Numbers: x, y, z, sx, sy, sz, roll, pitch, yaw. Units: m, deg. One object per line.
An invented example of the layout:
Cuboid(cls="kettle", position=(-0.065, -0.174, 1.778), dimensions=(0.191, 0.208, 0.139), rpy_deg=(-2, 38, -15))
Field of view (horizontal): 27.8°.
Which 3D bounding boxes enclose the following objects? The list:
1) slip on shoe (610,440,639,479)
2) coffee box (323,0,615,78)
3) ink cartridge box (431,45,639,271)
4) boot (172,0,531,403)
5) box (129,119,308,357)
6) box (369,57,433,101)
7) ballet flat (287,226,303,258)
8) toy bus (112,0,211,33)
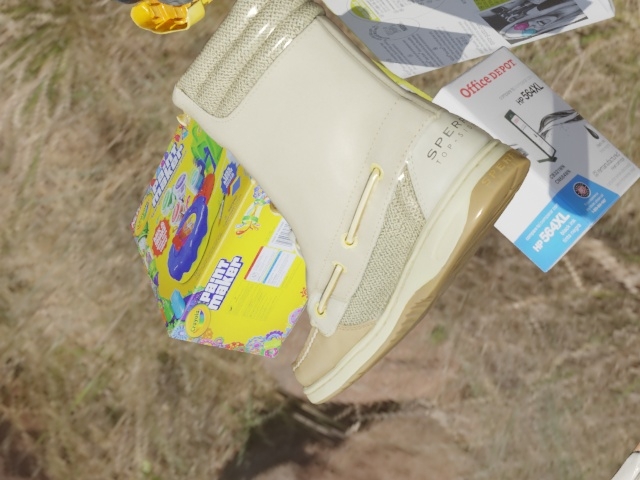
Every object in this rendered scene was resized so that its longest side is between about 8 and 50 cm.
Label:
Cuboid(cls="slip on shoe", position=(0.240, 0.137, 0.873), dimensions=(0.041, 0.051, 0.135), rpy_deg=(37, 111, 19))
Cuboid(cls="coffee box", position=(0.172, -0.461, 1.733), dimensions=(0.334, 0.338, 0.338), rpy_deg=(-15, 73, 19))
Cuboid(cls="ink cartridge box", position=(0.209, -0.088, 1.329), dimensions=(0.203, 0.148, 0.086), rpy_deg=(44, 132, 8))
Cuboid(cls="boot", position=(-0.008, -0.025, 0.813), dimensions=(0.203, 0.095, 0.262), rpy_deg=(41, 142, 8))
Cuboid(cls="box", position=(-0.114, -0.040, 1.859), dimensions=(0.177, 0.279, 0.290), rpy_deg=(14, 118, -30))
Cuboid(cls="box", position=(0.079, -0.155, 1.578), dimensions=(0.232, 0.058, 0.087), rpy_deg=(35, 140, 16))
Cuboid(cls="ballet flat", position=(0.000, 0.000, 1.345), dimensions=(0.073, 0.080, 0.232), rpy_deg=(17, 163, 12))
Cuboid(cls="toy bus", position=(-0.145, -0.354, 1.337), dimensions=(0.149, 0.211, 0.220), rpy_deg=(14, 134, 52))
